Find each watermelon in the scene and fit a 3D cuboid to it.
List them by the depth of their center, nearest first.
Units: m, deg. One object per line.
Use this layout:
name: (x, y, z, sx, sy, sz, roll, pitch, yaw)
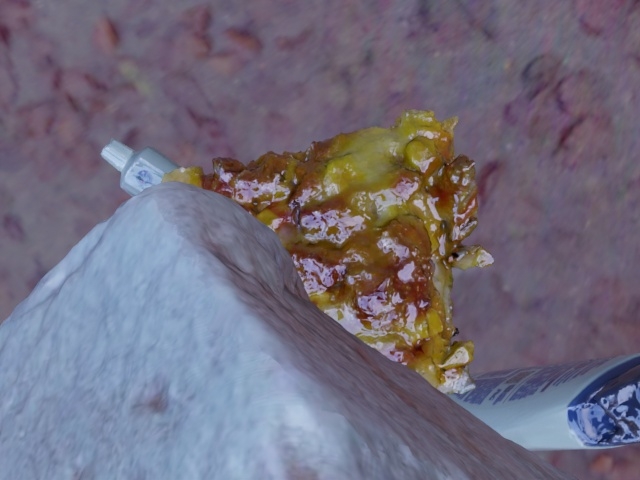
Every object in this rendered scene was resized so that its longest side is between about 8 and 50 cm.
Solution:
watermelon: (-0.016, 0.114, 0.416, 0.228, 0.387, 0.258, -15, 98, 26)

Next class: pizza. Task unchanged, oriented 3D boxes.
pizza: (0.017, -0.009, 1.153, 0.229, 0.081, 0.289, -47, 59, -4)

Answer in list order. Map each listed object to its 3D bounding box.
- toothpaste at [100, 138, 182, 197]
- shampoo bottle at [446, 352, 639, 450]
toothpaste: (-0.081, -0.013, 1.295, 0.218, 0.041, 0.064, 35, 126, -2)
shampoo bottle: (0.225, 0.167, 1.596, 0.359, 0.134, 0.078, -16, 97, 60)
